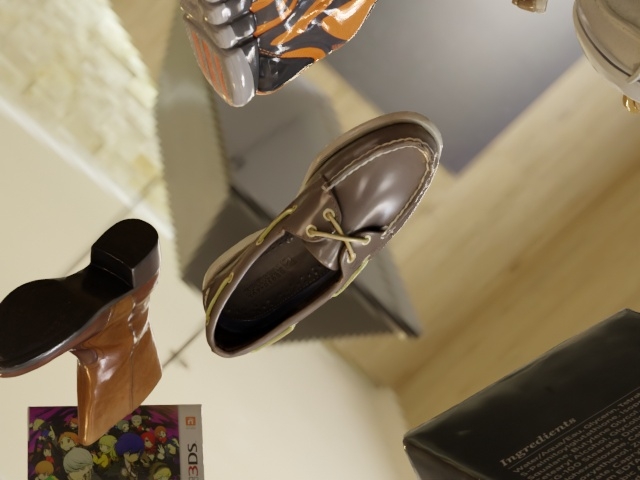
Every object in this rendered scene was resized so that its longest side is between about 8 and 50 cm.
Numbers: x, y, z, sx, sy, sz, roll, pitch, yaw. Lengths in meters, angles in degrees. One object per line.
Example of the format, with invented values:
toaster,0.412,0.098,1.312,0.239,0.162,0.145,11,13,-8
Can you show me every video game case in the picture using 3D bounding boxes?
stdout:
video game case,-0.264,0.316,2.205,0.042,0.232,0.210,108,160,-62

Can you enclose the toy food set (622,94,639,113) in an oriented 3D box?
toy food set,0.365,-0.174,1.856,0.082,0.083,0.020,3,-162,-47

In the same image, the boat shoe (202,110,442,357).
boat shoe,0.000,0.000,1.723,0.116,0.324,0.096,41,-155,-21

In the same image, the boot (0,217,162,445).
boot,-0.284,0.138,1.971,0.096,0.280,0.264,27,-130,17

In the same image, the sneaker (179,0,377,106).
sneaker,-0.045,-0.279,1.511,0.124,0.180,0.321,50,161,36

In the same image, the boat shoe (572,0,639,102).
boat shoe,0.323,-0.168,1.342,0.367,0.136,0.156,44,164,46

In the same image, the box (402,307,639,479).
box,0.269,0.245,1.087,0.395,0.212,0.293,18,133,64

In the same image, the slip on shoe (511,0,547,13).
slip on shoe,0.256,-0.334,1.994,0.041,0.135,0.051,12,-176,8
